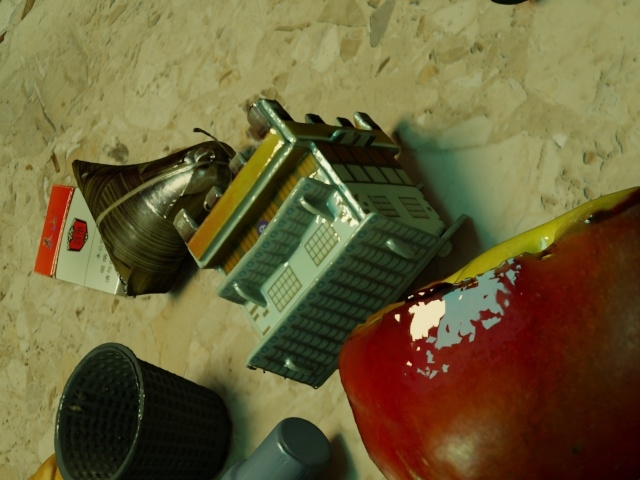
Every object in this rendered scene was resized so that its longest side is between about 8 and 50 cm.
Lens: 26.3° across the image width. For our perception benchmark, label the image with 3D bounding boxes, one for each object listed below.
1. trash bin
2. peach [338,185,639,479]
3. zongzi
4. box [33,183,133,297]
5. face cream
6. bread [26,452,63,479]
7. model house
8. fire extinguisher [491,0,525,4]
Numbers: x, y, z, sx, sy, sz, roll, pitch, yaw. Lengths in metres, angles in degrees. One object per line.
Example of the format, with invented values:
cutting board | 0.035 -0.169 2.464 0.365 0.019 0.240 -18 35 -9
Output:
trash bin | -0.199 0.218 1.601 0.175 0.161 0.175 -18 65 42
peach | 0.171 0.076 1.105 0.281 0.281 0.338 52 132 44
zongzi | -0.214 -0.091 1.723 0.248 0.111 0.241 -49 61 30
box | -0.320 -0.003 1.913 0.245 0.035 0.139 12 89 50
face cream | -0.112 0.338 1.528 0.385 0.086 0.136 -53 44 33
bread | -0.327 0.365 1.745 0.311 0.121 0.173 -46 49 34
model house | 0.000 0.000 1.397 0.224 0.198 0.215 -51 58 27
fire extinguisher | 0.146 -0.373 1.420 0.114 0.095 0.311 -24 51 -8
